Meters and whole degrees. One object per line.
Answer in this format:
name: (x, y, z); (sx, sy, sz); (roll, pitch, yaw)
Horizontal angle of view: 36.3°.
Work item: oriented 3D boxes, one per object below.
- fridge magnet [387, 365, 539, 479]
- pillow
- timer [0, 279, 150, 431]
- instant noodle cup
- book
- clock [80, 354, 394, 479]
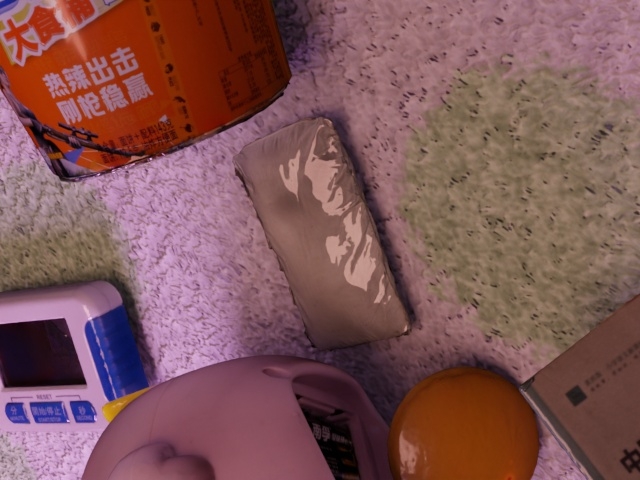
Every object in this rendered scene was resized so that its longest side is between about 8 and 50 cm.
fridge magnet: (0.128, 0.184, 0.884); (0.143, 0.143, 0.063); (64, 169, -5)
pillow: (0.000, 0.000, 0.930); (0.128, 0.051, 0.229); (-13, 103, 39)
timer: (-0.321, 0.141, 1.188); (0.253, 0.078, 0.178); (-6, 103, 34)
instant noodle cup: (-0.164, -0.190, 0.829); (0.296, 0.296, 0.214); (-8, 112, 36)
book: (0.310, 0.158, 0.701); (0.215, 0.025, 0.282); (-39, 74, 3)
clock: (-0.033, 0.299, 0.872); (0.250, 0.368, 0.376); (-25, 63, 19)
